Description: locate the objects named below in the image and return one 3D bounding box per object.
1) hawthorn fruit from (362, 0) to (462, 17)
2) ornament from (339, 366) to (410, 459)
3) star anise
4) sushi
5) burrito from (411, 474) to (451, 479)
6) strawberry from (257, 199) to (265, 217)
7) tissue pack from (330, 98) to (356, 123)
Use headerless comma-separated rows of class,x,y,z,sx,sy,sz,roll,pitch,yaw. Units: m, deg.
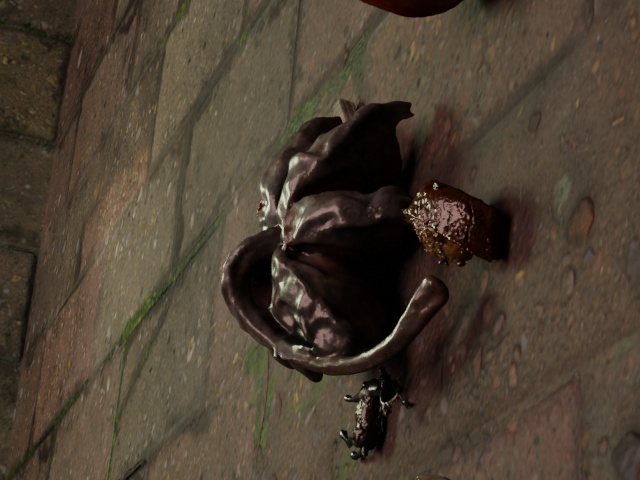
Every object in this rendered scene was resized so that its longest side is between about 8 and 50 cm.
hawthorn fruit,0.052,-0.283,1.527,0.179,0.200,0.179,-164,90,-79
ornament,0.045,0.146,1.544,0.125,0.028,0.073,148,132,-70
star anise,0.000,0.000,1.613,0.359,0.139,0.316,-44,41,49
sushi,0.100,-0.010,1.413,0.060,0.061,0.118,-65,19,3
burrito,0.104,0.199,1.292,0.045,0.041,0.185,63,170,-15
strawberry,-0.020,-0.037,1.835,0.083,0.073,0.073,-49,30,33
tissue pack,0.024,-0.090,1.790,0.108,0.023,0.056,-107,33,-58
